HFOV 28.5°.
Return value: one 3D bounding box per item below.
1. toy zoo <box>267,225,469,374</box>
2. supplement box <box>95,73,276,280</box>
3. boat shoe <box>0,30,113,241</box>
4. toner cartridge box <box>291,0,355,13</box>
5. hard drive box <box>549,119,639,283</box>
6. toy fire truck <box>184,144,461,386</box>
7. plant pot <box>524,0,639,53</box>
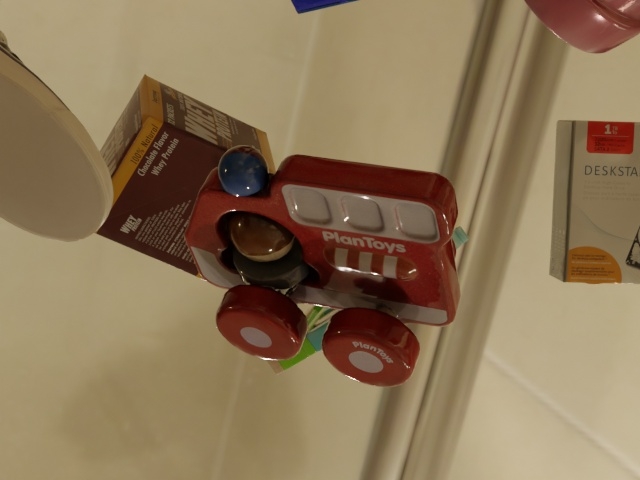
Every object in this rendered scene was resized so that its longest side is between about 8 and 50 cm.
[{"bbox_3d":[0.074,0.065,1.667,0.030,0.293,0.192,55,-156,-5],"label":"toy zoo"},{"bbox_3d":[-0.195,-0.084,1.712,0.194,0.191,0.129,24,-155,-23],"label":"supplement box"},{"bbox_3d":[-0.310,-0.157,1.150,0.340,0.127,0.158,48,-158,-21],"label":"boat shoe"},{"bbox_3d":[-0.026,-0.485,1.713,0.165,0.347,0.075,-5,-141,32],"label":"toner cartridge box"},{"bbox_3d":[0.431,-0.056,1.813,0.181,0.232,0.089,1,-175,-4],"label":"hard drive box"},{"bbox_3d":[0.000,0.000,1.287,0.302,0.253,0.169,11,-126,20],"label":"toy fire truck"},{"bbox_3d":[0.292,-0.306,1.189,0.201,0.201,0.180,-5,161,-46],"label":"plant pot"}]
